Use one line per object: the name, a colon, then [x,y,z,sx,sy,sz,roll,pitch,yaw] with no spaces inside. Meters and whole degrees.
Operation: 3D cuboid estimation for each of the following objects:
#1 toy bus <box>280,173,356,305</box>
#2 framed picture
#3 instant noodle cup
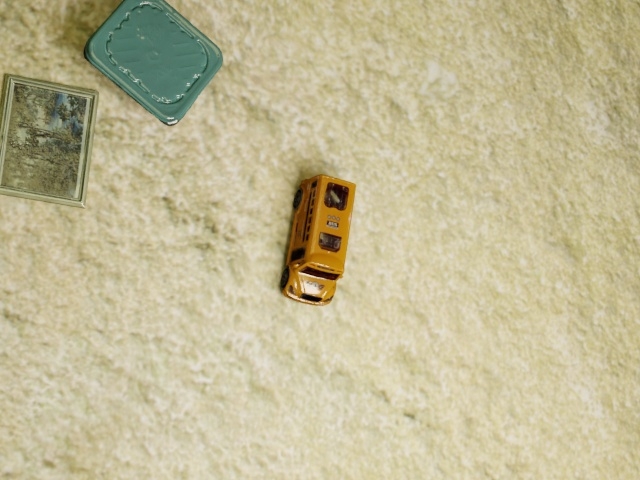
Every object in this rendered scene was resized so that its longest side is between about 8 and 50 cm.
toy bus: [0.000,0.000,1.932,0.083,0.088,0.194,14,75,-21]
framed picture: [-0.404,-0.147,1.833,0.142,0.011,0.183,10,77,-21]
instant noodle cup: [-0.255,-0.273,1.887,0.179,0.070,0.157,40,67,-11]
